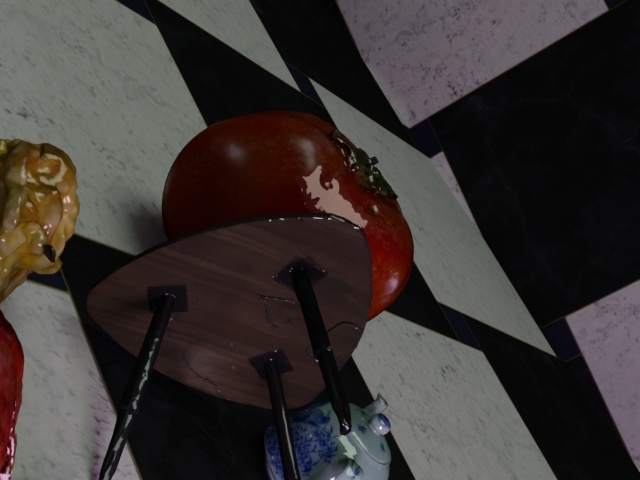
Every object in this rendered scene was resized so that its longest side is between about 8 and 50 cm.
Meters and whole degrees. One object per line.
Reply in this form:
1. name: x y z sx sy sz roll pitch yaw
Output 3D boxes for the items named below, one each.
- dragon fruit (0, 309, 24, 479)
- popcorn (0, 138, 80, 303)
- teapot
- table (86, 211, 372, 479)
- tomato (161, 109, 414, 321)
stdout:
1. dragon fruit: -0.331 0.181 0.779 0.302 0.240 0.330 72 23 -43
2. popcorn: -0.310 -0.022 1.167 0.170 0.180 0.180 20 13 13
3. teapot: 0.024 0.256 1.460 0.159 0.159 0.232 50 18 -5
4. table: -0.063 0.151 1.241 0.317 0.317 0.249 39 30 -34
5. tomato: -0.046 -0.017 1.590 0.325 0.290 0.293 21 37 -61
